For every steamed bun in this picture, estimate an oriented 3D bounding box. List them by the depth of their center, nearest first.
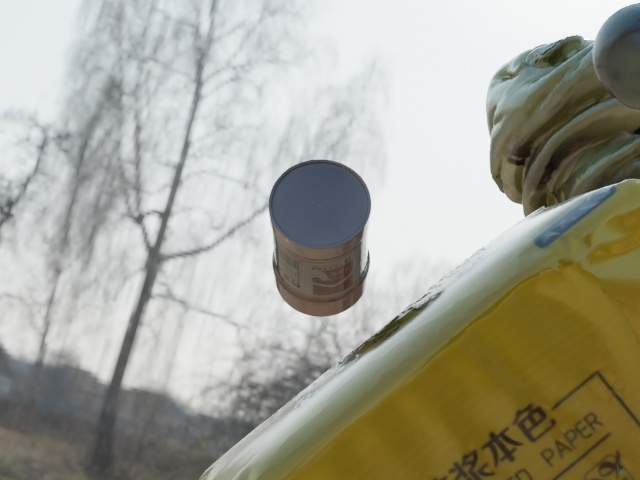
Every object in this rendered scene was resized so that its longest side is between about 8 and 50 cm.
[{"bbox_3d":[0.386,-0.097,1.633,0.394,0.237,0.346,17,-43,7],"label":"steamed bun"}]

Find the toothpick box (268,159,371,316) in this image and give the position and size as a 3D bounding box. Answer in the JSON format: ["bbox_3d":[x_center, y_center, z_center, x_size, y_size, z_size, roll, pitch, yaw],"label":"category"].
[{"bbox_3d":[0.000,0.000,1.258,0.098,0.098,0.149,13,-28,8],"label":"toothpick box"}]

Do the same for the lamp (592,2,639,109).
[{"bbox_3d":[0.317,-0.179,1.255,0.105,0.105,0.105,14,-11,3],"label":"lamp"}]

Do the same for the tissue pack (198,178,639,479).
[{"bbox_3d":[0.104,0.155,0.895,0.228,0.382,0.293,50,-3,2],"label":"tissue pack"}]
